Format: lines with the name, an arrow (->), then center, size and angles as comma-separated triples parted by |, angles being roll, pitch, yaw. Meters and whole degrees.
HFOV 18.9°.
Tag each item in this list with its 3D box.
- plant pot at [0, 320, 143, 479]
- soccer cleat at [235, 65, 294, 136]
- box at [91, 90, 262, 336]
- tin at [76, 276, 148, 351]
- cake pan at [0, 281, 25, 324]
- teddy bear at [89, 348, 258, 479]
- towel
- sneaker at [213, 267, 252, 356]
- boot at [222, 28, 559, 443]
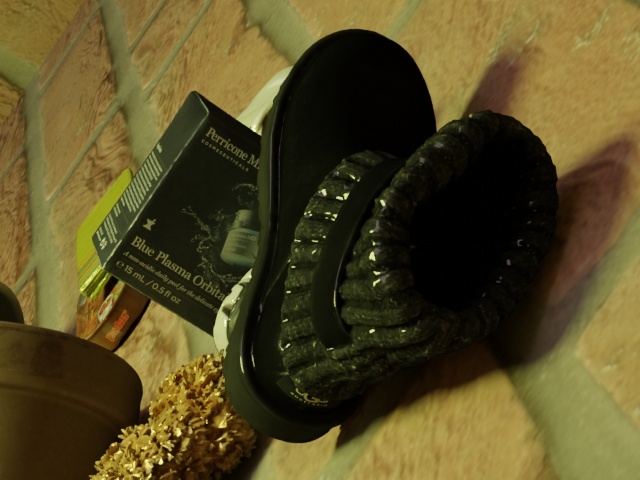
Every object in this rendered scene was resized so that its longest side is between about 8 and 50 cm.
plant pot -> -0.292, 0.221, 1.683 | 0.263, 0.263, 0.229 | -36, 46, 50
soccer cleat -> -0.069, -0.086, 1.843 | 0.196, 0.068, 0.076 | -51, 22, 13
box -> -0.081, -0.012, 1.592 | 0.158, 0.156, 0.093 | -55, 18, 6
tin -> -0.219, 0.054, 2.055 | 0.106, 0.040, 0.190 | -57, 16, 15
cake pan -> -0.420, 0.175, 2.085 | 0.293, 0.054, 0.293 | 18, -90, -71
teddy bear -> -0.162, 0.228, 1.482 | 0.338, 0.113, 0.245 | -58, 15, -1
towel -> -0.231, -0.010, 2.115 | 0.102, 0.021, 0.237 | -49, 17, 7
sneaker -> 0.000, 0.000, 1.498 | 0.234, 0.078, 0.106 | -63, 21, -4
boot -> 0.056, -0.043, 1.307 | 0.260, 0.131, 0.348 | 136, 149, -55
